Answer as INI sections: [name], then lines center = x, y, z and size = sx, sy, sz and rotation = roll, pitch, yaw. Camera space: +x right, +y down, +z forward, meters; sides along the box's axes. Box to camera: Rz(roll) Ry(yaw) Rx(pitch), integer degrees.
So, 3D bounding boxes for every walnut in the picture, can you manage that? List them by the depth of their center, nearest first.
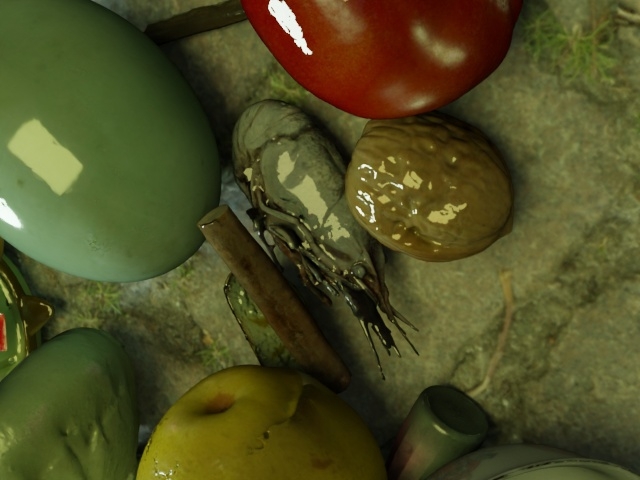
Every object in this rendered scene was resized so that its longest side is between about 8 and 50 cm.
[walnut]
center = 0.114, -0.054, 1.174
size = 0.184, 0.155, 0.155
rotation = 25, 111, 4

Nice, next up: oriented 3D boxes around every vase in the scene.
[vase]
center = 0.102, 0.267, 1.297
size = 0.086, 0.086, 0.214
rotation = 37, 119, 15

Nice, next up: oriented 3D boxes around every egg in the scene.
[egg]
center = -0.278, -0.121, 1.284
size = 0.389, 0.276, 0.276
rotation = 43, 116, 6

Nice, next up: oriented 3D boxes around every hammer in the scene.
[hammer]
center = -0.082, -0.264, 1.298
size = 0.297, 0.027, 0.125
rotation = -8, 93, 27

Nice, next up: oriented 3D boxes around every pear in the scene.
[pear]
center = -0.054, 0.301, 1.259
size = 0.284, 0.285, 0.336
rotation = 9, 141, 24

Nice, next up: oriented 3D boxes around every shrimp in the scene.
[shrimp]
center = 0.000, -0.002, 1.265
size = 0.145, 0.116, 0.343
rotation = -37, 77, 28

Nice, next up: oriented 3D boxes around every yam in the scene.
[yam]
center = -0.044, 0.071, 1.257
size = 0.046, 0.046, 0.264
rotation = -24, 114, 28

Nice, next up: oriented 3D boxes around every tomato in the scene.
[tomato]
center = 0.050, -0.260, 1.109
size = 0.226, 0.298, 0.299
rotation = -10, 97, 49

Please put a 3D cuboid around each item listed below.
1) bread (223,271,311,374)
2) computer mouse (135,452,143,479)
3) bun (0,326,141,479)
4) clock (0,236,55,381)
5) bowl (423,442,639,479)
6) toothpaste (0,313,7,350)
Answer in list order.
[bread]
center = -0.058, 0.097, 1.330
size = 0.083, 0.094, 0.157
rotation = -31, 96, -16
[computer mouse]
center = -0.207, 0.357, 1.456
size = 0.288, 0.097, 0.160
rotation = -1, 103, 26
[bun]
center = -0.319, 0.258, 1.391
size = 0.187, 0.293, 0.293
rotation = 40, 115, 7
[clock]
center = -0.512, 0.124, 1.541
size = 0.348, 0.117, 0.286
rotation = -36, 85, 28
[bowl]
center = 0.181, 0.326, 1.194
size = 0.157, 0.345, 0.346
rotation = -127, 50, -59
[toothpaste]
center = -0.475, 0.110, 1.441
size = 0.190, 0.031, 0.048
rotation = 2, 99, 22
